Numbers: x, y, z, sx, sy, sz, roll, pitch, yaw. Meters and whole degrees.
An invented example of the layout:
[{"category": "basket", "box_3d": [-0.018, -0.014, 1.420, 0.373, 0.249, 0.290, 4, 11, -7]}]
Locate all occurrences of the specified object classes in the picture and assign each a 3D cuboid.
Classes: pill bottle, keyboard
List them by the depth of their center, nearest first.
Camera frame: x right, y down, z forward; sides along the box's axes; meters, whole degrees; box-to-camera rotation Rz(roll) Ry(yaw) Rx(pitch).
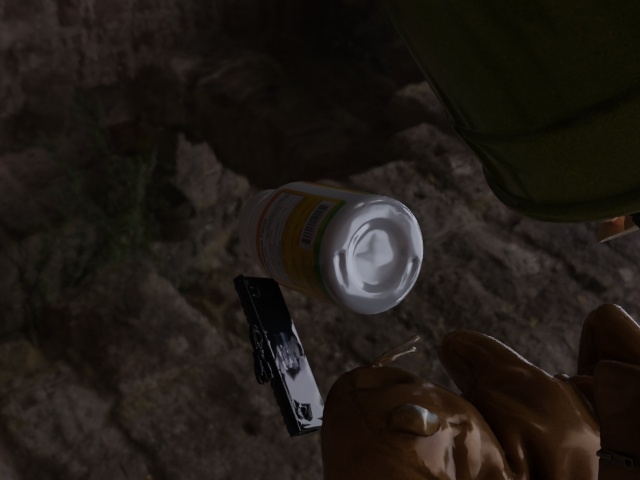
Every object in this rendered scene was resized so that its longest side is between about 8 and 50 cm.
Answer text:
[{"category": "keyboard", "box_3d": [-0.049, 0.122, 1.077, 0.023, 0.108, 0.180, -28, -106, 21]}, {"category": "pill bottle", "box_3d": [0.000, 0.000, 1.220, 0.245, 0.136, 0.136, 16, -57, 57]}]

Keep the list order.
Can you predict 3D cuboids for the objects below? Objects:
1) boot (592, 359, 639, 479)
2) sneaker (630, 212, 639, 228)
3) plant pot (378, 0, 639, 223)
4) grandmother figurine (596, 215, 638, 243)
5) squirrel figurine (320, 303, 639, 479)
[{"category": "boot", "box_3d": [0.277, 0.217, 0.621, 0.280, 0.096, 0.264, -2, -86, 54]}, {"category": "sneaker", "box_3d": [0.365, -0.105, 1.050, 0.130, 0.109, 0.286, -44, -110, 44]}, {"category": "plant pot", "box_3d": [0.149, -0.262, 0.656, 0.353, 0.366, 0.366, 43, -24, -22]}, {"category": "grandmother figurine", "box_3d": [0.368, -0.179, 1.348, 0.208, 0.104, 0.342, -34, -108, 59]}, {"category": "squirrel figurine", "box_3d": [0.188, 0.251, 0.972, 0.281, 0.370, 0.397, -55, -139, 27]}]
